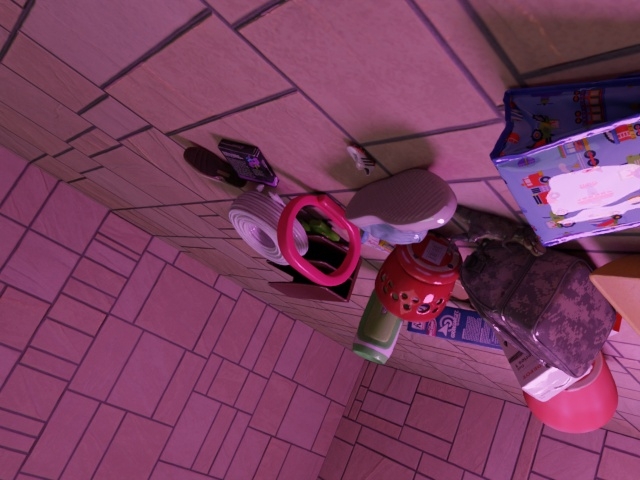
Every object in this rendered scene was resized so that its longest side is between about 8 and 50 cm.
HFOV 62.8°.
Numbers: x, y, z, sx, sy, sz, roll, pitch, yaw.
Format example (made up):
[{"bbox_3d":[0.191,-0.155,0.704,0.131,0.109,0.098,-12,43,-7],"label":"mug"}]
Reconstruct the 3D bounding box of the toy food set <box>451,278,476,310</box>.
[{"bbox_3d":[0.398,0.134,1.578,0.192,0.038,0.132,26,157,14],"label":"toy food set"}]

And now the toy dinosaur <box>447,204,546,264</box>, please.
[{"bbox_3d":[0.338,-0.014,1.124,0.268,0.064,0.118,24,123,15],"label":"toy dinosaur"}]

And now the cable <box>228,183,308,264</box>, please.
[{"bbox_3d":[-0.151,-0.033,1.526,0.257,0.089,0.257,47,155,-16],"label":"cable"}]

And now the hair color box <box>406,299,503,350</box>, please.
[{"bbox_3d":[0.450,0.269,1.638,0.348,0.105,0.174,9,171,11],"label":"hair color box"}]

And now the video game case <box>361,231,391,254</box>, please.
[{"bbox_3d":[0.200,0.015,1.515,0.166,0.015,0.119,24,163,4],"label":"video game case"}]

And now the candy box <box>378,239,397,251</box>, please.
[{"bbox_3d":[0.268,0.030,1.420,0.206,0.027,0.105,26,149,-6],"label":"candy box"}]

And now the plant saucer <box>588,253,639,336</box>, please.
[{"bbox_3d":[0.736,0.118,0.977,0.333,0.080,0.333,36,160,-33],"label":"plant saucer"}]

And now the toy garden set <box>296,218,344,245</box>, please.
[{"bbox_3d":[-0.038,-0.030,1.653,0.244,0.049,0.204,5,159,37],"label":"toy garden set"}]

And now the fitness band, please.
[{"bbox_3d":[0.000,0.000,1.411,0.054,0.208,0.291,8,156,46],"label":"fitness band"}]

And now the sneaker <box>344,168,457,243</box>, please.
[{"bbox_3d":[0.196,-0.058,1.125,0.150,0.135,0.366,30,174,-21],"label":"sneaker"}]

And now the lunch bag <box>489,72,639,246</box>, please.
[{"bbox_3d":[0.414,-0.110,0.692,0.293,0.138,0.221,-4,145,41],"label":"lunch bag"}]

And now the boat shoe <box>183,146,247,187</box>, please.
[{"bbox_3d":[-0.301,-0.200,1.483,0.190,0.068,0.072,31,174,-19],"label":"boat shoe"}]

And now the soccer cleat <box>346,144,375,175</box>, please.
[{"bbox_3d":[0.082,-0.167,1.093,0.083,0.035,0.029,36,160,-34],"label":"soccer cleat"}]

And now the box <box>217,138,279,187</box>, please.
[{"bbox_3d":[-0.186,-0.200,1.378,0.116,0.029,0.162,17,163,22],"label":"box"}]

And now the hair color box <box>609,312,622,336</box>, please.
[{"bbox_3d":[0.702,0.217,1.369,0.093,0.053,0.167,20,161,12],"label":"hair color box"}]

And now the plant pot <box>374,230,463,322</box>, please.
[{"bbox_3d":[0.247,0.080,1.310,0.191,0.191,0.174,22,134,8],"label":"plant pot"}]

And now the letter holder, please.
[{"bbox_3d":[-0.058,0.085,1.694,0.214,0.151,0.302,33,158,-35],"label":"letter holder"}]

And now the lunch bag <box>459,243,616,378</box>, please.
[{"bbox_3d":[0.490,0.147,1.214,0.305,0.212,0.256,38,175,-35],"label":"lunch bag"}]

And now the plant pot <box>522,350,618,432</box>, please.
[{"bbox_3d":[0.737,0.403,1.570,0.275,0.274,0.243,12,149,35],"label":"plant pot"}]

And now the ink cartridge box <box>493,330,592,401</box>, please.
[{"bbox_3d":[0.572,0.280,1.371,0.093,0.160,0.219,33,-155,-22],"label":"ink cartridge box"}]

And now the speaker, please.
[{"bbox_3d":[0.208,0.239,1.690,0.131,0.296,0.131,22,163,7],"label":"speaker"}]
